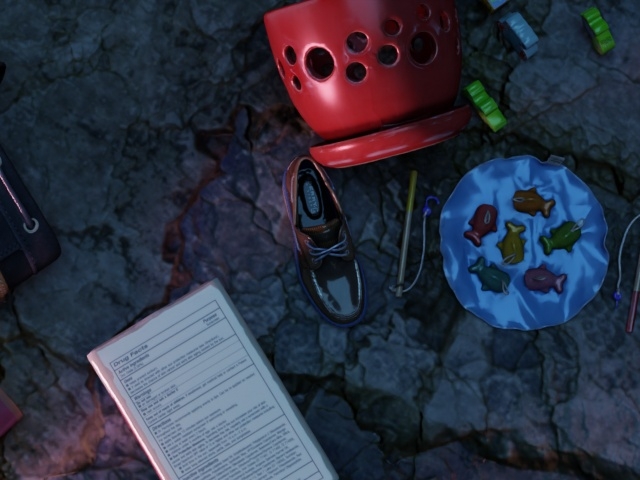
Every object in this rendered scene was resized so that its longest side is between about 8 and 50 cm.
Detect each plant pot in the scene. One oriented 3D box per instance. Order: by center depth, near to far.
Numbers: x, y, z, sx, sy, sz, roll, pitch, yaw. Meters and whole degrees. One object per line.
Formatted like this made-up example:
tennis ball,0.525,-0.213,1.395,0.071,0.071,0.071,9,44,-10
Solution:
plant pot,0.055,-0.171,1.740,0.191,0.191,0.174,-16,94,-6

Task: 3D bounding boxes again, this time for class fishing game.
fishing game,0.214,0.000,1.801,0.264,0.041,0.189,12,81,-1

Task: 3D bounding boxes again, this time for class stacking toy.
stacking toy,0.187,-0.247,1.845,0.167,0.052,0.221,-34,84,-7

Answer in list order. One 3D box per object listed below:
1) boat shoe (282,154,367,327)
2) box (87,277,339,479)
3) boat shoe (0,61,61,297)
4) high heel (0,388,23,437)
boat shoe,0.000,0.000,1.775,0.066,0.066,0.183,-19,80,-5
box,-0.104,0.178,1.705,0.148,0.127,0.232,-30,82,-8
boat shoe,-0.398,-0.169,1.736,0.156,0.187,0.500,-21,86,-12
high heel,-0.481,0.111,1.693,0.377,0.127,0.181,43,69,2
